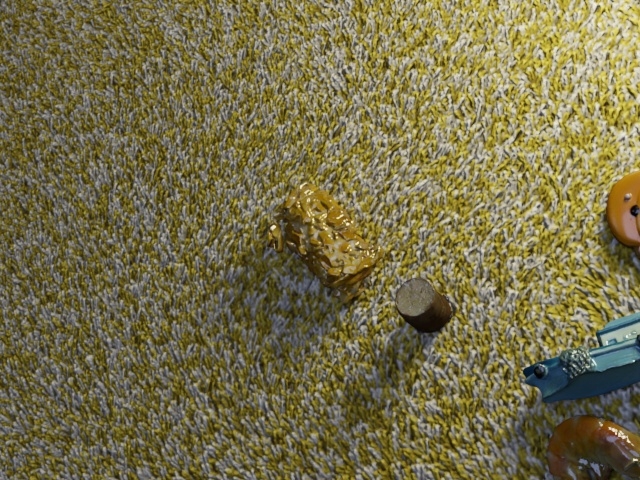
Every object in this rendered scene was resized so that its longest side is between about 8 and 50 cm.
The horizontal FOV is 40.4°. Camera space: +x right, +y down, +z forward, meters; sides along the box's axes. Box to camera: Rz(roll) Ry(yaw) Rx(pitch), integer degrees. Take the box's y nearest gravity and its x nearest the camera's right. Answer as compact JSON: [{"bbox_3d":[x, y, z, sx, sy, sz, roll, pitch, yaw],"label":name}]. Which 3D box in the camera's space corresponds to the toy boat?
[{"bbox_3d":[0.441,0.188,1.398,0.238,0.109,0.098,-22,47,15],"label":"toy boat"}]

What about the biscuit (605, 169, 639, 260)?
[{"bbox_3d":[0.555,-0.041,1.435,0.170,0.050,0.170,-8,72,24],"label":"biscuit"}]

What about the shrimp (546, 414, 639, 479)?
[{"bbox_3d":[0.470,0.364,1.352,0.249,0.068,0.150,16,94,33],"label":"shrimp"}]

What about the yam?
[{"bbox_3d":[0.178,0.114,1.525,0.084,0.127,0.084,-8,69,21],"label":"yam"}]

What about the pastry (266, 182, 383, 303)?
[{"bbox_3d":[0.000,0.000,1.655,0.154,0.102,0.250,-47,63,3],"label":"pastry"}]
